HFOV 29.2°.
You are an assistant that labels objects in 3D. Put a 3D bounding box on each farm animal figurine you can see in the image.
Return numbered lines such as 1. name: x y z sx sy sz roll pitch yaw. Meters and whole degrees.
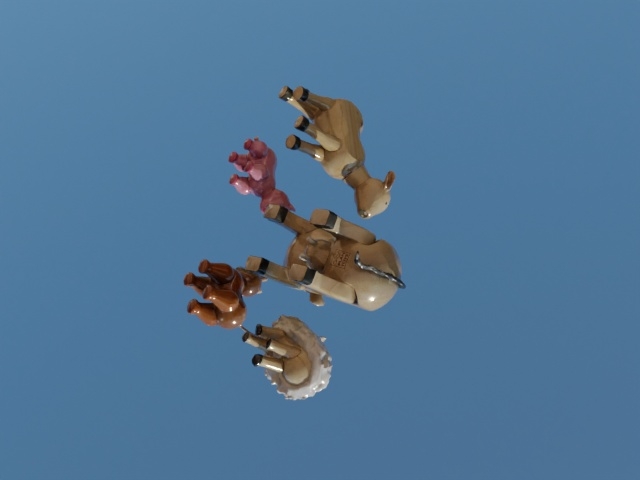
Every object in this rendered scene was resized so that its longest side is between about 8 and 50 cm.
1. farm animal figurine: 0.000 0.000 1.509 0.330 0.172 0.327 -60 -146 7
